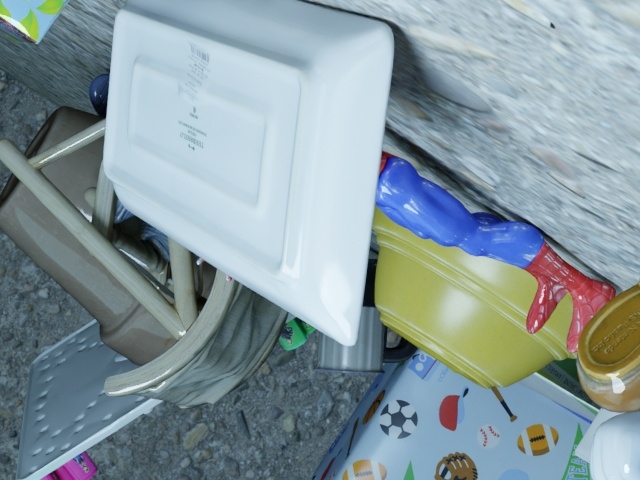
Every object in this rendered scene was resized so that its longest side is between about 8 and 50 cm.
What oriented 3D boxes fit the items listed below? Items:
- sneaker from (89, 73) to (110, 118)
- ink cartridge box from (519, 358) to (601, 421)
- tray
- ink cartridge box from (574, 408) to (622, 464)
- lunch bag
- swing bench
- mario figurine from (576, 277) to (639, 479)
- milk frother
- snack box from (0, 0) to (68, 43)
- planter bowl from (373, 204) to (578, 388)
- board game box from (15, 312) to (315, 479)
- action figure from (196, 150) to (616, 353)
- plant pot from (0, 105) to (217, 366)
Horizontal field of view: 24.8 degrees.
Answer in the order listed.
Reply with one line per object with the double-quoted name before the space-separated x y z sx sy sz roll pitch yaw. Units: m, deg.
"sneaker" -0.228 -0.152 1.674 0.059 0.053 0.144 34 176 33
"ink cartridge box" 0.225 0.121 1.309 0.235 0.056 0.171 26 173 44
"tray" -0.053 -0.055 0.724 0.030 0.145 0.270 0 -165 -30
"ink cartridge box" 0.285 0.167 1.099 0.143 0.092 0.090 34 176 -28
"lunch bag" 0.214 0.317 1.859 0.385 0.328 0.239 32 -179 -4
"swing bench" -0.133 0.009 1.317 0.255 0.165 0.253 63 -176 11
"mario figurine" 0.237 0.157 0.677 0.320 0.170 0.198 44 -154 -32
"milk frother" 0.059 0.087 1.677 0.129 0.135 0.143 2 178 2
"snack box" -0.263 -0.215 0.965 0.207 0.070 0.174 36 177 -18
"planter bowl" 0.108 0.049 1.087 0.217 0.090 0.217 34 177 2
"board game box" -0.173 0.120 1.710 0.050 0.390 0.390 58 -179 -17
"action figure" 0.026 0.001 0.854 0.280 0.139 0.091 37 175 -19
"plant pot" -0.226 -0.026 1.599 0.229 0.263 0.263 32 177 -17
